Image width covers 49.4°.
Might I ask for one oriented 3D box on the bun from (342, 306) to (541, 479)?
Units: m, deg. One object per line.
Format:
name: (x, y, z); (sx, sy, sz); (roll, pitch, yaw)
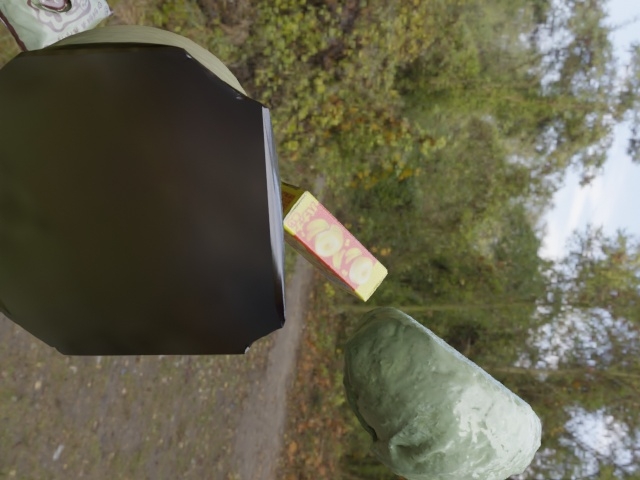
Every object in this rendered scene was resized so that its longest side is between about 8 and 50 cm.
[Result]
bun: (0.101, 0.159, 0.667); (0.126, 0.204, 0.212); (-51, 172, 0)

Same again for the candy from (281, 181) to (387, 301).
candy: (0.000, 0.000, 1.414); (0.276, 0.146, 0.088); (43, 79, -34)

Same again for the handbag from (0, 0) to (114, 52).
handbag: (-0.495, -0.446, 1.253); (0.213, 0.127, 0.235); (-47, 146, -21)

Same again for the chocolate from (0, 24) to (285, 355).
chocolate: (-0.186, -0.082, 0.743); (0.297, 0.326, 0.314); (-79, 166, -58)
